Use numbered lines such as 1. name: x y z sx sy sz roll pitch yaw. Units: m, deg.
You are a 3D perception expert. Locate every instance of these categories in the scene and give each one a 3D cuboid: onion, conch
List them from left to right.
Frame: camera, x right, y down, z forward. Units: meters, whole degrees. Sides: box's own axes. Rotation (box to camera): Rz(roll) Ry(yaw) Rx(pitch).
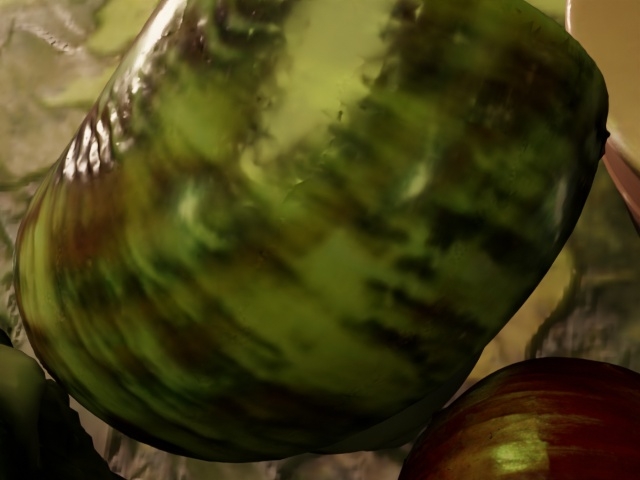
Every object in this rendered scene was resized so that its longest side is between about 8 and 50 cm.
1. conch: 0.000 0.003 0.473 0.187 0.181 0.124 -3 79 30
2. onion: 0.067 0.088 0.465 0.118 0.117 0.119 -1 49 1

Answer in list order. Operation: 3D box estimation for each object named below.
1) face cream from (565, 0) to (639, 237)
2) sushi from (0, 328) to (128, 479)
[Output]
1. face cream: 0.155 -0.051 0.493 0.149 0.104 0.149 -7 67 17
2. sushi: -0.174 0.159 0.489 0.294 0.178 0.352 -33 63 3
